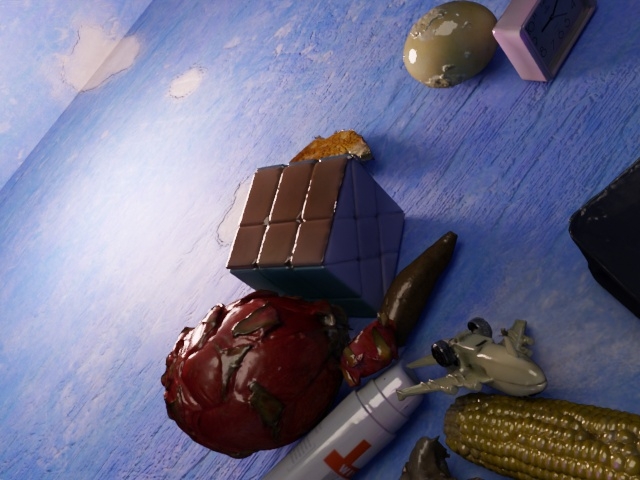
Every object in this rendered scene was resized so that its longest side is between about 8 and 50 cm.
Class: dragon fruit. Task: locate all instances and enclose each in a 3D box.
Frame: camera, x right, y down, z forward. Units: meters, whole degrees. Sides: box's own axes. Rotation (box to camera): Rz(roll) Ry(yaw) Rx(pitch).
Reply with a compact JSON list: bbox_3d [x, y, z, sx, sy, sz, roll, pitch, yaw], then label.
[{"bbox_3d":[-0.110,0.226,1.233,0.342,0.277,0.277,-16,52,19],"label":"dragon fruit"},{"bbox_3d":[0.086,0.181,1.151,0.126,0.112,0.068,-46,69,2],"label":"dragon fruit"}]

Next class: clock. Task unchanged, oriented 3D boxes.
[{"bbox_3d":[0.419,-0.412,1.330,0.063,0.150,0.197,23,77,49],"label":"clock"}]

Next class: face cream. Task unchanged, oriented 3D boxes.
[{"bbox_3d":[0.028,0.335,1.162,0.345,0.102,0.102,-44,43,7],"label":"face cream"}]

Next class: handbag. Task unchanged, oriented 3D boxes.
[{"bbox_3d":[0.544,0.002,0.959,0.303,0.122,0.329,-42,43,6],"label":"handbag"}]

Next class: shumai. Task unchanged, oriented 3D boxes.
[{"bbox_3d":[0.174,0.372,0.999,0.205,0.166,0.176,-29,24,19],"label":"shumai"}]

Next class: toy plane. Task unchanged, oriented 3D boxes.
[{"bbox_3d":[0.232,0.173,1.040,0.242,0.104,0.256,-25,1,-21],"label":"toy plane"}]

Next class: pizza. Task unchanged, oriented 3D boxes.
[{"bbox_3d":[0.030,-0.176,1.549,0.226,0.069,0.147,-13,32,29],"label":"pizza"}]

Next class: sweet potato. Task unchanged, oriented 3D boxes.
[{"bbox_3d":[0.159,0.083,1.252,0.077,0.077,0.244,16,71,44],"label":"sweet potato"}]

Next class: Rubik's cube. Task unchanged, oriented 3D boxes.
[{"bbox_3d":[0.000,0.000,1.327,0.224,0.231,0.221,-4,60,35],"label":"Rubik's cube"}]

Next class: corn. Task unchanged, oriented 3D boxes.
[{"bbox_3d":[0.315,0.273,0.948,0.347,0.130,0.130,0,61,46],"label":"corn"}]

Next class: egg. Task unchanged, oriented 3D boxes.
[{"bbox_3d":[0.261,-0.392,1.442,0.201,0.164,0.164,-24,48,31],"label":"egg"}]
